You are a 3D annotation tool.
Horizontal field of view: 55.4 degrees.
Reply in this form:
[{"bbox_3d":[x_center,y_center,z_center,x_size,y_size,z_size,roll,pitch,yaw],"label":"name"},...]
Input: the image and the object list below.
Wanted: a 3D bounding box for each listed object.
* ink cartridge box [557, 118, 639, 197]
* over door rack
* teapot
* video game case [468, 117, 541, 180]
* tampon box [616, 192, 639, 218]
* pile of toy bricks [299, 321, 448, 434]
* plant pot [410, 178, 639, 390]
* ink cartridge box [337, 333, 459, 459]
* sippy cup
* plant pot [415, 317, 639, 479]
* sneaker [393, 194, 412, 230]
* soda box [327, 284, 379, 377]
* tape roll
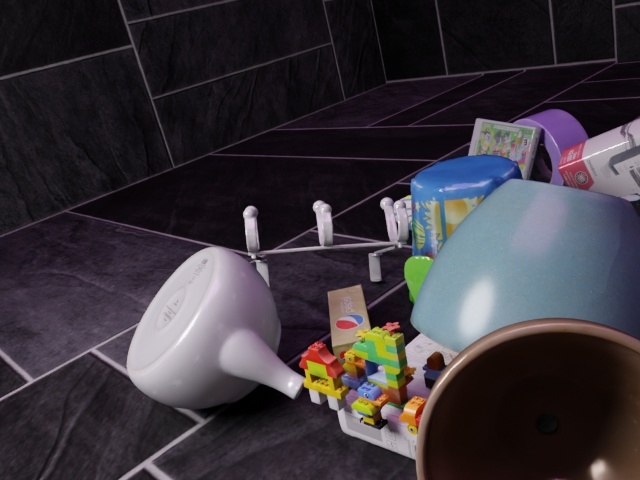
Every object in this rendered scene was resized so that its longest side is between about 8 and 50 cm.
[{"bbox_3d":[0.553,-0.119,1.060,0.217,0.159,0.092,-24,16,37],"label":"ink cartridge box"},{"bbox_3d":[0.000,0.000,1.004,0.239,0.108,0.324,-3,-14,-3],"label":"over door rack"},{"bbox_3d":[-0.149,0.147,0.902,0.252,0.187,0.256,-38,29,27],"label":"teapot"},{"bbox_3d":[0.383,-0.160,1.326,0.023,0.194,0.212,5,14,-21],"label":"video game case"},{"bbox_3d":[0.475,0.005,0.957,0.120,0.102,0.161,-11,20,5],"label":"tampon box"},{"bbox_3d":[0.080,0.143,0.705,0.212,0.105,0.118,6,25,43],"label":"pile of toy bricks"},{"bbox_3d":[0.269,0.035,0.723,0.290,0.196,0.290,11,6,-1],"label":"plant pot"},{"bbox_3d":[0.159,0.189,0.774,0.181,0.056,0.224,6,23,43],"label":"ink cartridge box"},{"bbox_3d":[0.244,-0.011,0.978,0.240,0.224,0.305,-12,21,7],"label":"sippy cup"},{"bbox_3d":[0.208,0.180,0.539,0.237,0.238,0.109,-9,1,15],"label":"plant pot"},{"bbox_3d":[0.224,-0.034,1.239,0.240,0.091,0.126,8,30,43],"label":"sneaker"},{"bbox_3d":[0.049,0.137,0.958,0.061,0.058,0.181,-13,21,3],"label":"soda box"},{"bbox_3d":[0.482,-0.178,1.302,0.080,0.189,0.189,-20,21,-16],"label":"tape roll"}]
